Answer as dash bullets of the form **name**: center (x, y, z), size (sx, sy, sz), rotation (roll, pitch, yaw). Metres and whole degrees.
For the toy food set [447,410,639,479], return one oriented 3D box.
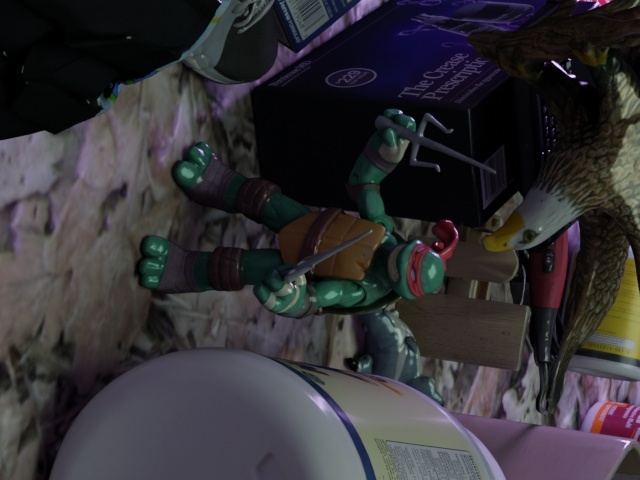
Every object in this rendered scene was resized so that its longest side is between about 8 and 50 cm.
- **toy food set**: center (0.123, 0.254, 1.583), size (0.306, 0.220, 0.092), rotation (-47, 135, -48)

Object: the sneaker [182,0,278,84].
- **sneaker**: center (-0.047, -0.177, 1.260), size (0.228, 0.132, 0.086), rotation (54, 50, -52)

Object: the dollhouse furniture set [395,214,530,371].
- **dollhouse furniture set**: center (0.160, 0.048, 1.706), size (0.151, 0.123, 0.144), rotation (21, 78, -61)

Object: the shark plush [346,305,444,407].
- **shark plush**: center (0.054, 0.101, 1.600), size (0.067, 0.073, 0.161), rotation (-27, 130, -22)

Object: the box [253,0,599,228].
- **box**: center (0.092, -0.112, 1.481), size (0.261, 0.184, 0.103), rotation (-40, 128, -52)

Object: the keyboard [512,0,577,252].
- **keyboard**: center (0.179, -0.091, 1.429), size (0.108, 0.023, 0.180), rotation (-42, 132, -51)

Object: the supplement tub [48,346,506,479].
- **supplement tub**: center (-0.013, 0.203, 1.300), size (0.325, 0.235, 0.235), rotation (18, 81, -62)

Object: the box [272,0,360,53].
- **box**: center (0.035, -0.259, 1.399), size (0.225, 0.036, 0.136), rotation (-39, 136, -14)

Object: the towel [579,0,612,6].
- **towel**: center (0.300, -0.317, 1.984), size (0.199, 0.031, 0.274), rotation (50, 53, -55)

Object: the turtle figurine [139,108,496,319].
- **turtle figurine**: center (0.000, 0.000, 1.280), size (0.175, 0.234, 0.118), rotation (-58, 143, -38)

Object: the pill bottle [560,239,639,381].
- **pill bottle**: center (0.316, 0.054, 2.020), size (0.103, 0.103, 0.184), rotation (23, 76, -61)

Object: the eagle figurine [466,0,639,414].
- **eagle figurine**: center (0.212, -0.025, 1.314), size (0.298, 0.225, 0.226), rotation (63, 14, -18)

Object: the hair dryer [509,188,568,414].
- **hair dryer**: center (0.217, -0.015, 1.668), size (0.223, 0.080, 0.293), rotation (-94, -179, -65)

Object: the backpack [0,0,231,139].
- **backpack**: center (-0.181, -0.204, 0.836), size (0.355, 0.290, 0.273), rotation (51, 21, -29)

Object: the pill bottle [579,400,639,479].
- **pill bottle**: center (0.408, 0.254, 2.110), size (0.121, 0.221, 0.121), rotation (-21, 115, -59)
